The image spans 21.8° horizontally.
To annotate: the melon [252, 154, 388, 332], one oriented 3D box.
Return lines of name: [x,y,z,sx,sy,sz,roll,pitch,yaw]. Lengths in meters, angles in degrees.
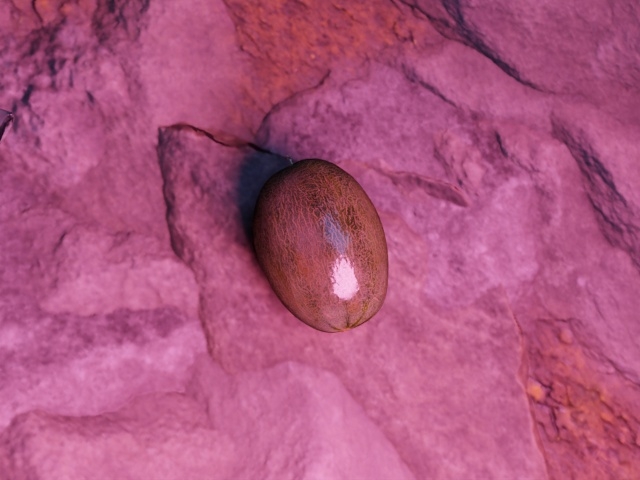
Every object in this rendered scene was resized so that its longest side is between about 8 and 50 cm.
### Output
melon: [0.000,0.000,1.472,0.114,0.114,0.167,-13,73,-30]

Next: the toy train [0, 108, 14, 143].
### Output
toy train: [-0.371,0.033,1.293,0.088,0.086,0.407,30,57,-5]
